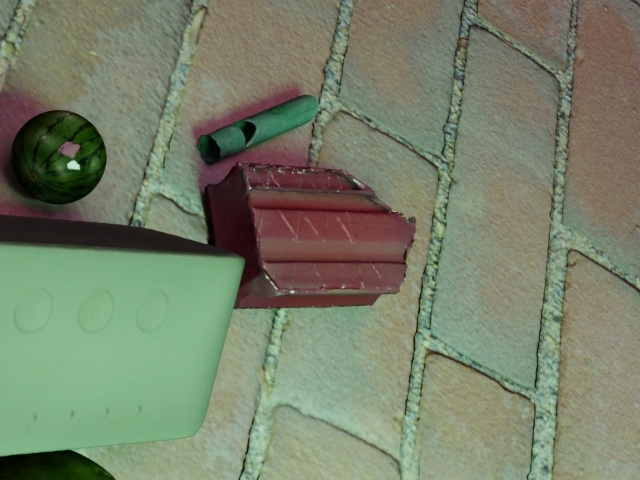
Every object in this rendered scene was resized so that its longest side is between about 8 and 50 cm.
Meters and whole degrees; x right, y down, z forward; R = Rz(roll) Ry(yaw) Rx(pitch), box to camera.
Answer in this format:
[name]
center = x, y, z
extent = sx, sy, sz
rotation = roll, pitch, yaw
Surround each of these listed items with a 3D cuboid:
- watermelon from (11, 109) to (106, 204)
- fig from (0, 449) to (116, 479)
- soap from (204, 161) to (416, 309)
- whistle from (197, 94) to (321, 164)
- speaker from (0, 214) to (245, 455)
[watermelon]
center = -0.270, -0.091, 1.381
extent = 0.109, 0.109, 0.109
rotation = 18, 56, -30
[fig]
center = -0.264, 0.251, 1.147
extent = 0.195, 0.195, 0.245
rotation = -11, 59, -41
[soap]
center = 0.000, 0.000, 1.544
extent = 0.250, 0.099, 0.162
rotation = 2, 65, -37
[whistle]
center = -0.071, -0.137, 1.606
extent = 0.186, 0.039, 0.039
rotation = -27, 85, -44
[speaker]
center = -0.262, 0.078, 1.170
extent = 0.406, 0.183, 0.184
rotation = 5, 97, -51
